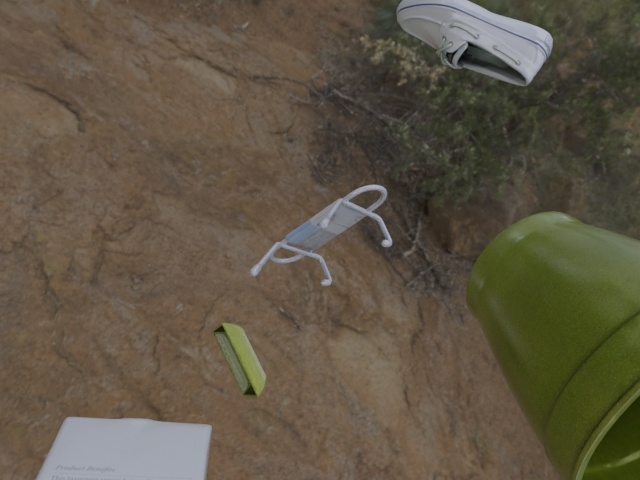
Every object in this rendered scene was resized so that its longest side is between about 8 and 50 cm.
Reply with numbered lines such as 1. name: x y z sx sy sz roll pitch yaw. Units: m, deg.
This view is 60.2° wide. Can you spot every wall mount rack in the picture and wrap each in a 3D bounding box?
1. wall mount rack: 0.000 0.000 1.276 0.304 0.350 0.130 17 45 -51

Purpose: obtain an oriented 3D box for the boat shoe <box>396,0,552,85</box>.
1. boat shoe: 0.198 -0.278 0.765 0.226 0.075 0.083 24 -11 25

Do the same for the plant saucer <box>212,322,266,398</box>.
1. plant saucer: -0.190 0.281 1.324 0.045 0.188 0.188 -25 85 -22

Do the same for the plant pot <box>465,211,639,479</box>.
1. plant pot: 0.409 0.138 0.813 0.367 0.366 0.353 17 23 -30

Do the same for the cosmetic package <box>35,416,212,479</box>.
1. cosmetic package: -0.276 0.437 0.694 0.230 0.161 0.453 6 22 -7
